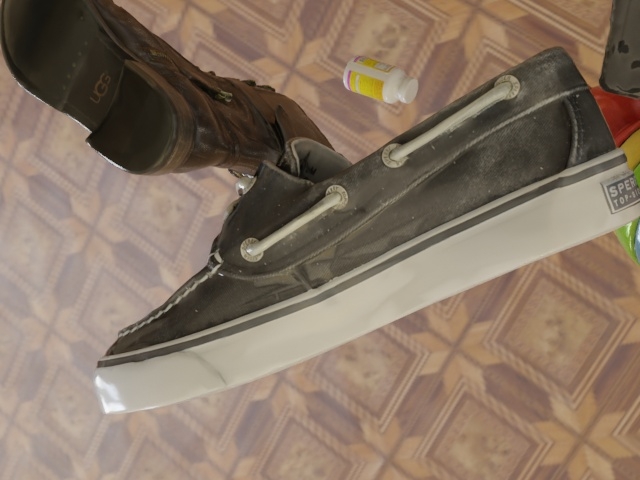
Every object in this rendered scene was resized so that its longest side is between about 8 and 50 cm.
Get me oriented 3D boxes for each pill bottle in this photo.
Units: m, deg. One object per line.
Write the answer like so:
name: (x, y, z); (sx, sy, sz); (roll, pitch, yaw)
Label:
pill bottle: (0.072, -0.187, 1.299); (0.083, 0.043, 0.043); (23, 109, 28)

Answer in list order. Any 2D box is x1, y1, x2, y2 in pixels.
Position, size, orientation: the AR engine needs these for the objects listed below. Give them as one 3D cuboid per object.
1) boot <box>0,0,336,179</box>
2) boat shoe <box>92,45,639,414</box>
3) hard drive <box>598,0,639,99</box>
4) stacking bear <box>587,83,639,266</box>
boot: (-0.111, -0.118, 0.877); (0.091, 0.229, 0.263); (-51, 63, 22)
boat shoe: (0.000, 0.000, 0.549); (0.301, 0.108, 0.102); (-25, 86, 26)
hard drive: (0.260, -0.205, 0.430); (0.237, 0.064, 0.338); (12, 113, 14)
stacking bear: (0.327, -0.047, 1.038); (0.164, 0.175, 0.289); (-46, 45, 10)
